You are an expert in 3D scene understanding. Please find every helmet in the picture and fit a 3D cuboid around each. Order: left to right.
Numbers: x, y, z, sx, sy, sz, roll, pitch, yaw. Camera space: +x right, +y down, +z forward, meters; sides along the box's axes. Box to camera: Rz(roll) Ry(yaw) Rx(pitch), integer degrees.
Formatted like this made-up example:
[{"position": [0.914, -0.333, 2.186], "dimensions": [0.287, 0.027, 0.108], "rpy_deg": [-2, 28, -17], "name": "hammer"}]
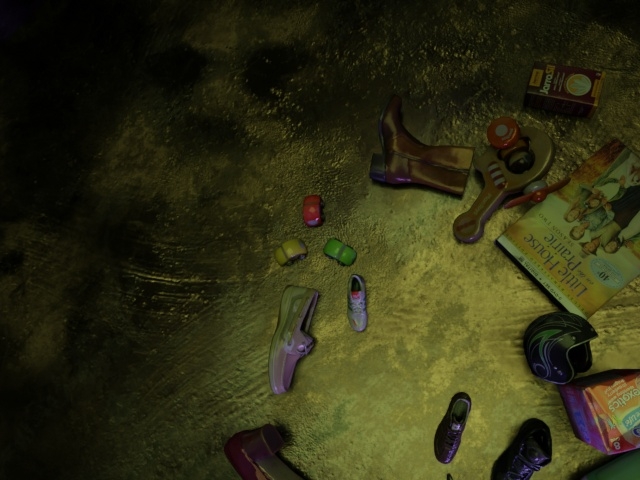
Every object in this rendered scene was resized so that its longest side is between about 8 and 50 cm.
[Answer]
[{"position": [0.587, 0.254, 1.372], "dimensions": [0.169, 0.169, 0.161], "rpy_deg": [1, 97, 13], "name": "helmet"}]

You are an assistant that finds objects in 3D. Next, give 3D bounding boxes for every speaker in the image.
[{"position": [0.750, 0.549, 1.291], "dimensions": [0.296, 0.131, 0.131], "rpy_deg": [-31, 73, 4], "name": "speaker"}]

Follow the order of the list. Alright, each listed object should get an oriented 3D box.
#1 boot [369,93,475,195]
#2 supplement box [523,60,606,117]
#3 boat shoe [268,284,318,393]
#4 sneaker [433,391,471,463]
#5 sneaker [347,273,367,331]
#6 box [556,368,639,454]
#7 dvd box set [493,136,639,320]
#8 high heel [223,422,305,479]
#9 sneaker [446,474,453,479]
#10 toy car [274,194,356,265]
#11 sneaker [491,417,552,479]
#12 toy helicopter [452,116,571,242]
[{"position": [0.299, -0.277, 1.595], "dimensions": [0.280, 0.096, 0.264], "rpy_deg": [10, 79, 14], "name": "boot"}, {"position": [0.673, -0.419, 1.552], "dimensions": [0.188, 0.081, 0.104], "rpy_deg": [15, 81, 16], "name": "supplement box"}, {"position": [-0.072, 0.274, 1.547], "dimensions": [0.098, 0.109, 0.302], "rpy_deg": [6, 73, 15], "name": "boat shoe"}, {"position": [0.334, 0.477, 1.427], "dimensions": [0.066, 0.071, 0.188], "rpy_deg": [17, 81, 15], "name": "sneaker"}, {"position": [0.096, 0.169, 1.547], "dimensions": [0.057, 0.075, 0.161], "rpy_deg": [-3, 77, 12], "name": "sneaker"}, {"position": [0.654, 0.376, 1.260], "dimensions": [0.154, 0.300, 0.142], "rpy_deg": [-17, 74, 8], "name": "box"}, {"position": [0.719, -0.028, 1.462], "dimensions": [0.420, 0.062, 0.307], "rpy_deg": [-40, 72, 1], "name": "dvd box set"}, {"position": [-0.119, 0.677, 1.487], "dimensions": [0.181, 0.127, 0.377], "rpy_deg": [-34, 75, 33], "name": "high heel"}, {"position": [0.321, 0.638, 1.414], "dimensions": [0.035, 0.031, 0.083], "rpy_deg": [-4, 77, 12], "name": "sneaker"}, {"position": [0.000, 0.000, 1.618], "dimensions": [0.225, 0.053, 0.239], "rpy_deg": [28, 85, 17], "name": "toy car"}, {"position": [0.485, 0.540, 1.351], "dimensions": [0.087, 0.130, 0.227], "rpy_deg": [33, 88, 19], "name": "sneaker"}, {"position": [0.493, -0.136, 1.498], "dimensions": [0.235, 0.140, 0.355], "rpy_deg": [41, 103, 31], "name": "toy helicopter"}]
